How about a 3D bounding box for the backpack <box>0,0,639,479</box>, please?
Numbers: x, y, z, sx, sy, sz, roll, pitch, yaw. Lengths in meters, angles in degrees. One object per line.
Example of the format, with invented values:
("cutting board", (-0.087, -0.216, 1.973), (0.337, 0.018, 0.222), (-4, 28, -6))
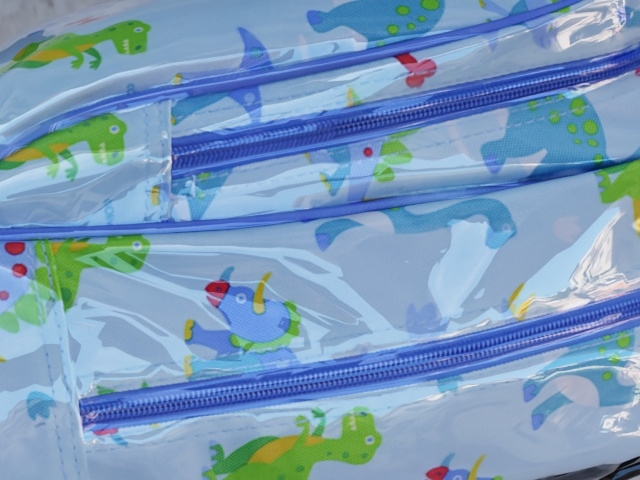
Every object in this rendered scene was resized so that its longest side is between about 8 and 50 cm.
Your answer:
("backpack", (0.000, 0.000, 0.669), (0.355, 0.290, 0.273), (5, 96, -4))
